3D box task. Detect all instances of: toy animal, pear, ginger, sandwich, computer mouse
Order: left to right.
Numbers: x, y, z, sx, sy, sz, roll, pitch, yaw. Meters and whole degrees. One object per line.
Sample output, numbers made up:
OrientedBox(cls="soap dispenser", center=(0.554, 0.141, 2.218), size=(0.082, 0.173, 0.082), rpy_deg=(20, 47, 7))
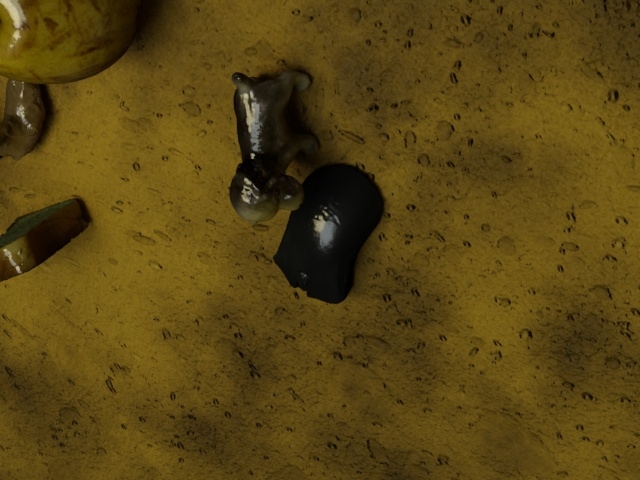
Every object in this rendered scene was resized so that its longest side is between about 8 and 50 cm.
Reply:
OrientedBox(cls="ginger", center=(-0.533, -0.216, 1.853), size=(0.095, 0.069, 0.190), rpy_deg=(38, 130, 6))
OrientedBox(cls="sandwich", center=(-0.542, 0.007, 1.901), size=(0.186, 0.215, 0.065), rpy_deg=(-15, 109, 34))
OrientedBox(cls="pear", center=(-0.411, -0.361, 1.571), size=(0.280, 0.281, 0.281), rpy_deg=(14, 124, 21))
OrientedBox(cls="toy animal", center=(-0.077, -0.146, 1.586), size=(0.121, 0.168, 0.233), rpy_deg=(2, 106, 28))
OrientedBox(cls="computer mouse", center=(0.000, 0.000, 1.683), size=(0.147, 0.088, 0.264), rpy_deg=(29, 131, 14))
